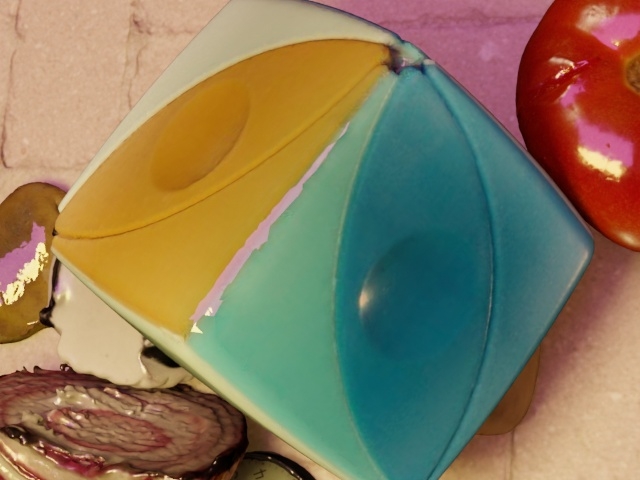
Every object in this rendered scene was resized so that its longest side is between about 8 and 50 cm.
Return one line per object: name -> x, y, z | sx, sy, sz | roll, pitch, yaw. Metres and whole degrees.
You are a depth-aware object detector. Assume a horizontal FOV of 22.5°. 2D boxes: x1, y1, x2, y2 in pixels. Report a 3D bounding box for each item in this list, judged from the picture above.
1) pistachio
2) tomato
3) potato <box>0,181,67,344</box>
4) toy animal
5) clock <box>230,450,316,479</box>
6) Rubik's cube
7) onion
pistachio -> 0.168, 0.130, 1.637 | 0.113, 0.113, 0.149 | 12, 84, 24
tomato -> 0.340, -0.128, 1.576 | 0.299, 0.226, 0.298 | -6, 67, 14
potato -> -0.363, 0.021, 1.893 | 0.164, 0.081, 0.200 | 30, 85, 27
toy animal -> -0.194, 0.050, 1.775 | 0.204, 0.156, 0.208 | 10, 94, 24
clock -> -0.076, 0.315, 1.718 | 0.185, 0.040, 0.184 | -6, 73, 20
Rubik's cube -> 0.000, 0.000, 1.544 | 0.352, 0.351, 0.347 | -55, 35, -4
onion -> -0.217, 0.230, 1.697 | 0.314, 0.280, 0.146 | 8, 101, 17
